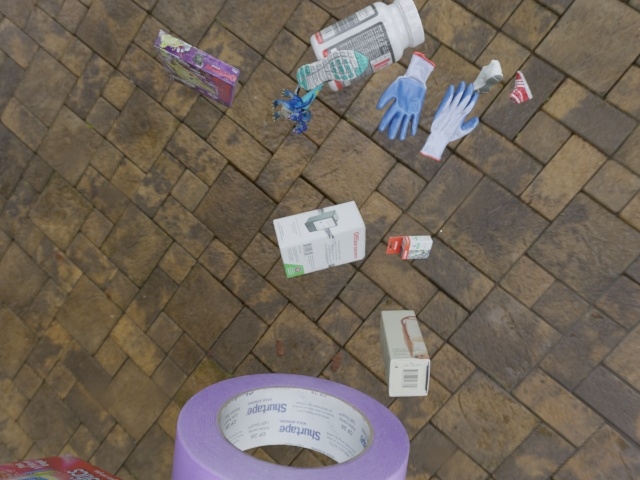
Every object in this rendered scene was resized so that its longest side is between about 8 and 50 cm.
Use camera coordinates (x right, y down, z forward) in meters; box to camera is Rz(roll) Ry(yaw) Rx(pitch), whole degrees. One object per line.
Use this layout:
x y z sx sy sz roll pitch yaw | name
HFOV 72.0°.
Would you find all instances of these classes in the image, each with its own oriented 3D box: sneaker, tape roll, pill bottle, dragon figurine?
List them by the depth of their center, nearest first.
-0.035 0.259 0.535 0.274 0.275 0.090 9 95 15 | tape roll
0.031 -0.375 0.950 0.166 0.076 0.065 1 121 31 | sneaker
0.503 -0.492 1.341 0.053 0.152 0.061 2 83 -13 | sneaker
-0.068 -0.442 1.458 0.144 0.289 0.085 16 132 14 | dragon figurine
0.671 -0.519 1.501 0.067 0.042 0.118 -24 61 30 | sneaker
0.165 -0.701 1.559 0.363 0.210 0.210 -22 85 11 | pill bottle

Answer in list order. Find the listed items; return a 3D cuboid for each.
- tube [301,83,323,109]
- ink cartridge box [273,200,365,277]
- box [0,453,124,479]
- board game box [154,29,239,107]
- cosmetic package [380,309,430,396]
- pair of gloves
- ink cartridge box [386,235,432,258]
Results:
-0.056 -0.533 1.682 0.080 0.207 0.052 -12 126 47 | tube
0.000 0.000 1.527 0.289 0.211 0.121 -14 56 -6 | ink cartridge box
-0.241 0.277 0.371 0.257 0.122 0.128 -11 72 42 | box
-0.336 -0.464 1.234 0.208 0.347 0.056 19 92 -14 | board game box
0.285 0.381 1.528 0.129 0.296 0.153 -2 113 2 | cosmetic package
0.207 -0.243 0.826 0.198 0.023 0.159 23 103 -17 | pair of gloves
0.244 0.020 1.211 0.115 0.029 0.063 -2 129 -8 | ink cartridge box
